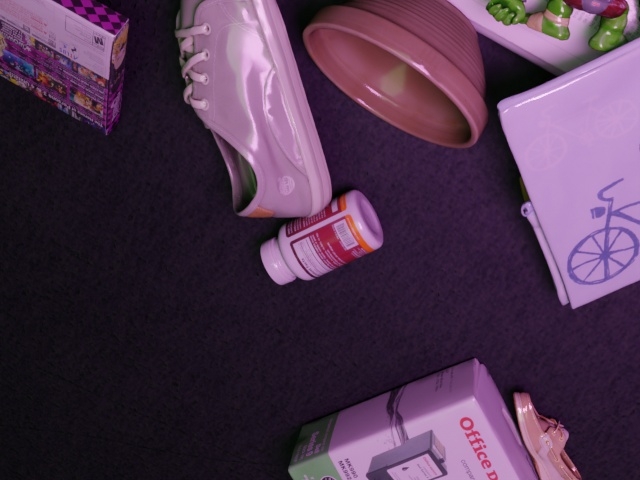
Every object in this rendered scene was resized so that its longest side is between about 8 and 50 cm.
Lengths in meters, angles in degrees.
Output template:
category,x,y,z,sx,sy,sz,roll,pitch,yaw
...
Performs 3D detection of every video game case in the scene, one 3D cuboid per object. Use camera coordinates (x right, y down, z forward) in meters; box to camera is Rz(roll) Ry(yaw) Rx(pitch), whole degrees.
category,x,y,z,sx,sy,sz,roll,pitch,yaw
video game case,-0.358,-0.259,1.142,0.232,0.042,0.210,29,148,1

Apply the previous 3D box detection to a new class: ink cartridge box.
category,x,y,z,sx,sy,sz,roll,pitch,yaw
ink cartridge box,0.134,0.322,1.251,0.289,0.121,0.211,-26,102,18

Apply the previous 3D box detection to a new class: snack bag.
category,x,y,z,sx,sy,sz,roll,pitch,yaw
snack bag,0.376,-0.095,1.006,0.323,0.037,0.342,-26,128,9

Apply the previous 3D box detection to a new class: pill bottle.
category,x,y,z,sx,sy,sz,roll,pitch,yaw
pill bottle,0.000,0.000,1.190,0.152,0.086,0.086,-25,102,19

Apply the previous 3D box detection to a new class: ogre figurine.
category,x,y,z,sx,sy,sz,roll,pitch,yaw
ogre figurine,0.284,-0.260,0.919,0.197,0.097,0.118,22,120,11

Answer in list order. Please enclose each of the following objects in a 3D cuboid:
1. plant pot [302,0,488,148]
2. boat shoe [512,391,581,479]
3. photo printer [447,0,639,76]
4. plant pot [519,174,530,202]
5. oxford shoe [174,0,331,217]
category,x,y,z,sx,sy,sz,roll,pitch,yaw
plant pot,0.106,-0.217,1.041,0.237,0.237,0.110,33,84,0
boat shoe,0.313,0.274,1.233,0.059,0.063,0.170,-20,113,15
photo printer,0.274,-0.330,1.007,0.307,0.107,0.256,29,113,2
plant pot,0.291,-0.064,1.112,0.081,0.081,0.083,-39,91,21
oxford shoe,-0.113,-0.223,1.084,0.130,0.169,0.449,-22,105,-14
